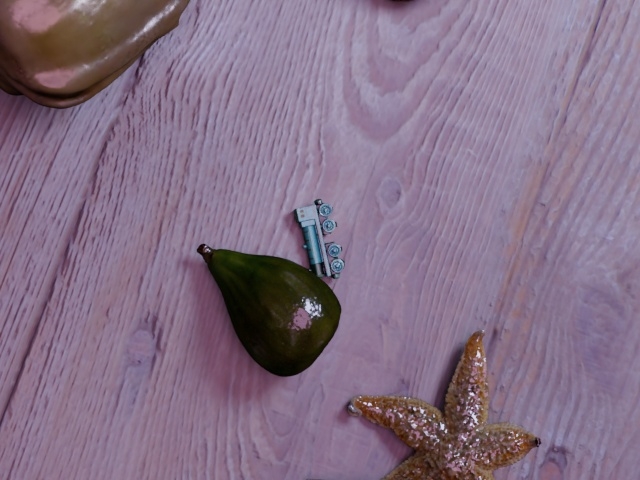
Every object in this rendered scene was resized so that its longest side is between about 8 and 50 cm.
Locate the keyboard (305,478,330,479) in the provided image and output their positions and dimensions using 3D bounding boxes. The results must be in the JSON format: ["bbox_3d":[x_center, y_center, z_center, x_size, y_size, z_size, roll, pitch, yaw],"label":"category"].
[{"bbox_3d":[0.064,0.296,1.389,0.166,0.017,0.055,3,84,7],"label":"keyboard"}]

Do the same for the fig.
[{"bbox_3d":[-0.058,0.059,1.370,0.117,0.117,0.177,-41,75,-12],"label":"fig"}]

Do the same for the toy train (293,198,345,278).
[{"bbox_3d":[0.000,0.000,1.416,0.045,0.029,0.092,-12,91,-6],"label":"toy train"}]

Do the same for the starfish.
[{"bbox_3d":[0.133,0.254,1.415,0.231,0.048,0.295,-8,83,3],"label":"starfish"}]

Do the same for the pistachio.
[{"bbox_3d":[-0.258,-0.258,1.306,0.213,0.163,0.260,47,59,8],"label":"pistachio"}]
